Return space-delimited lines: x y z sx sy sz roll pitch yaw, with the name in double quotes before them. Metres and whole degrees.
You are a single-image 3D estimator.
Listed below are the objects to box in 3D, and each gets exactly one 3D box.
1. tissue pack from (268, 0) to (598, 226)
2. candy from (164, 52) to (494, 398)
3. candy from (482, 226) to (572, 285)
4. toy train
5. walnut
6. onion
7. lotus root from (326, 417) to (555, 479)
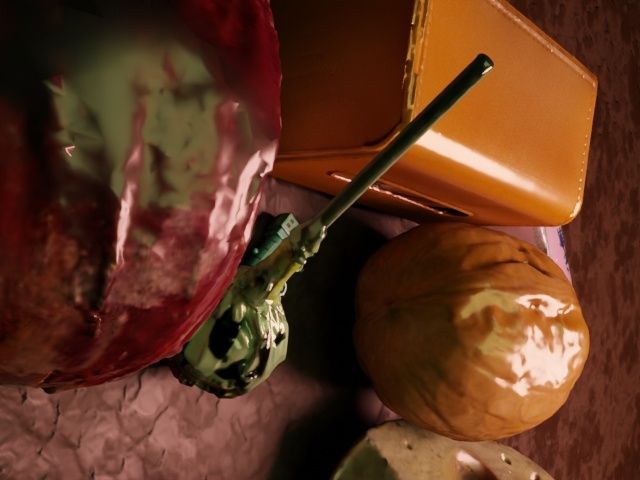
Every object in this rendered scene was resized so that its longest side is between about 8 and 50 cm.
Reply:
"tissue pack" 0.081 -0.102 0.615 0.275 0.194 0.145 13 80 -46
"candy" 0.000 0.000 0.476 0.091 0.305 0.083 45 28 -4
"candy" 0.236 0.037 0.861 0.073 0.092 0.160 -28 108 -50
"toy train" -0.040 0.020 0.605 0.045 0.029 0.092 54 54 -23
"walnut" 0.130 0.081 0.674 0.222 0.195 0.195 21 75 -40
"onion" -0.145 -0.058 0.375 0.280 0.146 0.314 13 95 -39
"lotus root" 0.101 0.275 0.691 0.210 0.142 0.314 -53 141 3
